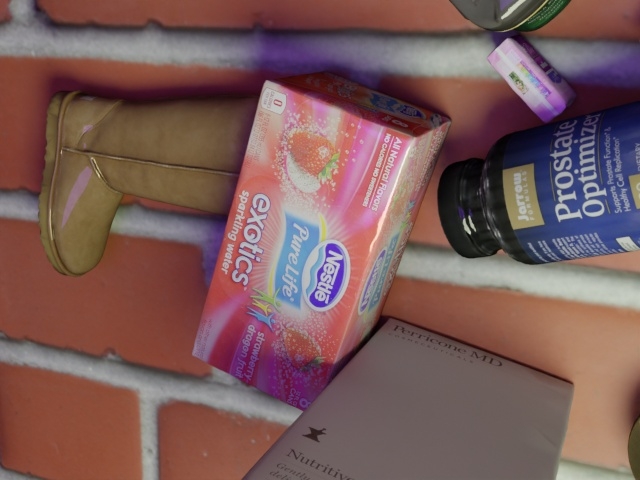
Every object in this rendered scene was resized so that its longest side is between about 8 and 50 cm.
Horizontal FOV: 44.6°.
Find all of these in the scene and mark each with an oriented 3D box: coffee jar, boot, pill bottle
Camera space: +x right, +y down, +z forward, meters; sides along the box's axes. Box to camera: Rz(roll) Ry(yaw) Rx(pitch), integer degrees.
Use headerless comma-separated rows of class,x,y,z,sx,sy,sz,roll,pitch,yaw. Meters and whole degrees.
coffee jar,0.151,-0.218,0.630,0.079,0.184,0.096,-42,86,27
boot,-0.184,-0.052,0.878,0.270,0.089,0.236,9,108,20
pill bottle,0.218,-0.044,0.675,0.219,0.123,0.122,-11,100,39

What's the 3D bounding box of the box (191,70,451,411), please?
box,0.000,0.000,0.780,0.154,0.142,0.299,25,113,15

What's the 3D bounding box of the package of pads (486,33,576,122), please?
package of pads,0.192,-0.148,0.707,0.083,0.050,0.032,49,122,4

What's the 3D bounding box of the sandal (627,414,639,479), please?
sandal,0.369,0.232,0.737,0.219,0.060,0.090,45,124,-10

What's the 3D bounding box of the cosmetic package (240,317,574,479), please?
cosmetic package,0.080,0.226,0.674,0.217,0.385,0.156,18,112,16
